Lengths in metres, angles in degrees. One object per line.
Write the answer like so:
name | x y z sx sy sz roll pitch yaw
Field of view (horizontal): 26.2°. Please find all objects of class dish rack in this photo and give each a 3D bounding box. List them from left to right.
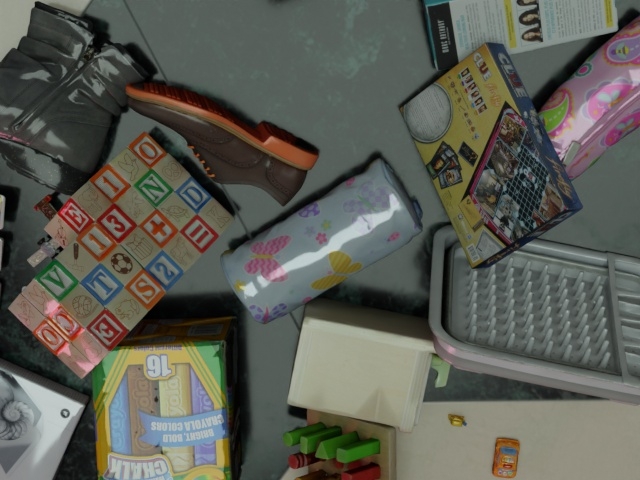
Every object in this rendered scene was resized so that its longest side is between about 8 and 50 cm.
dish rack | 0.299 0.103 1.787 0.333 0.285 0.072 12 125 -1

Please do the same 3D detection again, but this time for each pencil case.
pencil case | 0.000 0.000 1.839 0.273 0.113 0.124 -32 56 6
pencil case | 0.368 -0.175 1.801 0.284 0.124 0.124 -41 96 6

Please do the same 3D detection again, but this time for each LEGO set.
LEGO set | -0.390 0.021 1.900 0.244 0.060 0.182 9 111 1

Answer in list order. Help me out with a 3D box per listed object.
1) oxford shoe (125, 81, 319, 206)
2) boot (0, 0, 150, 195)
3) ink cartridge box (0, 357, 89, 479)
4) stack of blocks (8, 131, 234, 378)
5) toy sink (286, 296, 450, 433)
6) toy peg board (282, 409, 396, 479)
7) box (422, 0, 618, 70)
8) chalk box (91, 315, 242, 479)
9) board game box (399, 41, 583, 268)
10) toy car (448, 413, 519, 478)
oxford shoe | -0.141 -0.127 1.819 0.271 0.097 0.098 24 104 -13
boot | -0.416 -0.223 1.830 0.338 0.118 0.223 25 96 -13
ink cartridge box | -0.468 0.276 1.928 0.224 0.045 0.223 23 99 -2
stack of blocks | -0.264 0.013 1.763 0.171 0.297 0.087 44 136 -5
toy sink | 0.081 0.171 1.846 0.234 0.153 0.131 11 99 -1
toy peg board | 0.019 0.321 1.861 0.079 0.161 0.161 -8 102 -42
box | 0.259 -0.302 1.798 0.244 0.060 0.100 -12 126 3
chalk box | -0.201 0.260 1.852 0.179 0.180 0.289 -1 97 1
board game box | 0.215 -0.108 1.771 0.165 0.042 0.243 -35 70 37
toy car | 0.225 0.292 1.916 0.122 0.040 0.060 24 98 -3
